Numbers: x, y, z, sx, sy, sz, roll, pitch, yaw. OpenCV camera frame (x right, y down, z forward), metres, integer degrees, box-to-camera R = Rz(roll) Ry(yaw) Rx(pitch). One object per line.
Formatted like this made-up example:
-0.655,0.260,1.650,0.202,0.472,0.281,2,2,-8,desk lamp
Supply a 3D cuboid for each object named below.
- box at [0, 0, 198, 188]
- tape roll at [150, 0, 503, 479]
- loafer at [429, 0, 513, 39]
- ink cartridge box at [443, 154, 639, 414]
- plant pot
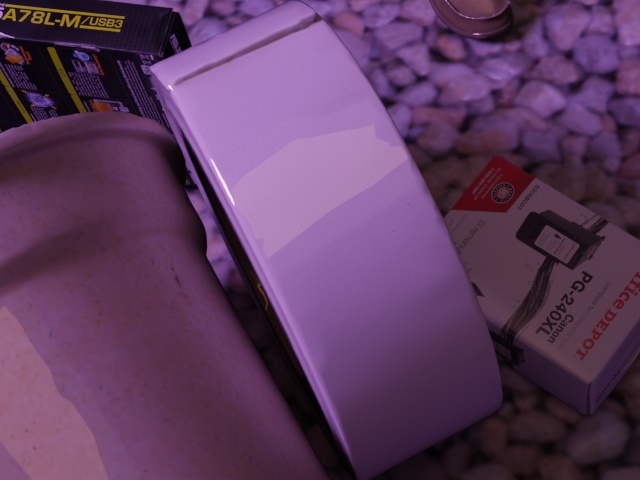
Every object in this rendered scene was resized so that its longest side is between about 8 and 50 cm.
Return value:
-0.171,-0.105,0.976,0.184,0.191,0.045,10,66,14,box
0.000,0.000,0.842,0.100,0.286,0.286,-26,62,-5,tape roll
0.102,-0.218,1.076,0.056,0.050,0.148,-27,62,-7,loafer
0.150,0.029,0.931,0.150,0.063,0.109,33,71,22,ink cartridge box
-0.132,0.150,0.786,0.333,0.334,0.305,-35,74,-11,plant pot
